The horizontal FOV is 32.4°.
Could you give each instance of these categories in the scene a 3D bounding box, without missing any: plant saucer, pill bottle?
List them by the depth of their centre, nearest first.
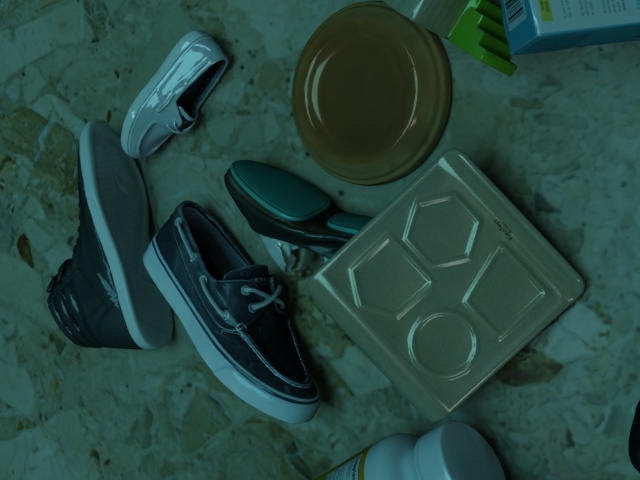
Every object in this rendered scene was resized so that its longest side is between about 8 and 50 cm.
[{"bbox_3d":[0.066,0.282,1.129,0.246,0.136,0.136,-37,72,30],"label":"pill bottle"},{"bbox_3d":[0.045,-0.158,1.184,0.200,0.037,0.199,1,92,35],"label":"plant saucer"}]

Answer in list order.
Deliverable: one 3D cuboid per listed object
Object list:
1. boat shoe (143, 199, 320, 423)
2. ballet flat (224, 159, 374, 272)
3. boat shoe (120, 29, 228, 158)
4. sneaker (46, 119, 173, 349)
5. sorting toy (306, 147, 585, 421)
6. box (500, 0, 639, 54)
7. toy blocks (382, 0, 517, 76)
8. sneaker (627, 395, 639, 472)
[{"bbox_3d":[-0.089,0.073,1.254,0.301,0.108,0.102,50,119,31],"label":"boat shoe"},{"bbox_3d":[0.000,0.000,1.193,0.281,0.095,0.096,25,118,32],"label":"ballet flat"},{"bbox_3d":[-0.173,-0.163,1.326,0.184,0.066,0.063,-50,64,15],"label":"boat shoe"},{"bbox_3d":[-0.290,0.004,1.383,0.147,0.105,0.295,-15,88,30],"label":"sneaker"},{"bbox_3d":[0.121,0.044,1.085,0.208,0.038,0.193,-43,88,8],"label":"sorting toy"},{"bbox_3d":[0.271,-0.222,0.912,0.060,0.244,0.100,151,110,-77],"label":"box"},{"bbox_3d":[0.104,-0.358,1.043,0.381,0.191,0.260,45,111,44],"label":"toy blocks"},{"bbox_3d":[0.319,0.126,0.953,0.079,0.121,0.216,42,114,27],"label":"sneaker"}]
